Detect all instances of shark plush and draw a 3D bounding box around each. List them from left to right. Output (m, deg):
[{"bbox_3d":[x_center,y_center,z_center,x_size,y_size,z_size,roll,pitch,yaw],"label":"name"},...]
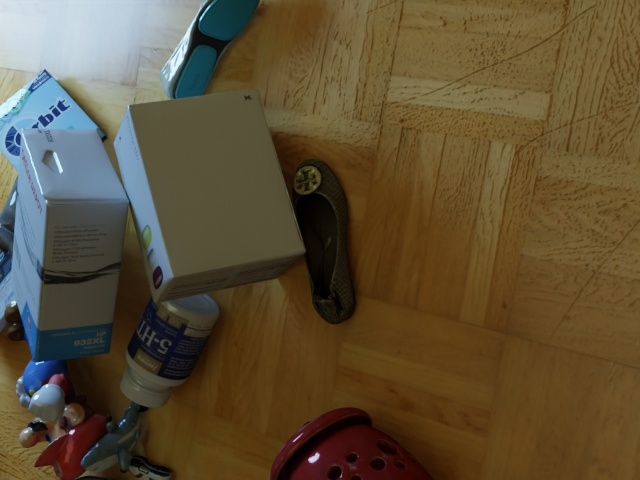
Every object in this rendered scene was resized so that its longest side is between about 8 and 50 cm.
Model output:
[{"bbox_3d":[-0.331,0.315,1.641,0.161,0.067,0.073,-57,29,-8],"label":"shark plush"}]

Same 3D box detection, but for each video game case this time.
[{"bbox_3d":[-0.595,0.088,1.833,0.190,0.022,0.173,-46,45,24],"label":"video game case"}]

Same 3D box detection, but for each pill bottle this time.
[{"bbox_3d":[-0.247,0.169,1.581,0.112,0.112,0.187,36,108,29],"label":"pill bottle"}]

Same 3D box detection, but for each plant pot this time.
[{"bbox_3d":[0.041,0.334,1.344,0.191,0.191,0.174,-53,56,21],"label":"plant pot"}]

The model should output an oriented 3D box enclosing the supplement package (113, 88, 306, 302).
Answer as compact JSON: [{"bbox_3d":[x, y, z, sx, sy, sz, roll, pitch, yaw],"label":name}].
[{"bbox_3d":[-0.169,-0.066,1.455,0.145,0.204,0.262,-42,62,63],"label":"supplement package"}]

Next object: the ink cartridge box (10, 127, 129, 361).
[{"bbox_3d":[-0.410,0.004,1.590,0.223,0.129,0.308,56,141,46],"label":"ink cartridge box"}]

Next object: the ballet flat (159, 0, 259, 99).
[{"bbox_3d":[-0.182,-0.332,1.576,0.086,0.086,0.248,48,114,25],"label":"ballet flat"}]

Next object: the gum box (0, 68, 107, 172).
[{"bbox_3d":[-0.494,-0.195,1.756,0.157,0.041,0.184,-42,63,-5],"label":"gum box"}]

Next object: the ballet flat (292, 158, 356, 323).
[{"bbox_3d":[0.000,0.000,1.453,0.084,0.058,0.250,-13,82,32],"label":"ballet flat"}]

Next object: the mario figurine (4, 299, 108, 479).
[{"bbox_3d":[-0.486,0.264,1.693,0.170,0.198,0.321,-31,67,11],"label":"mario figurine"}]

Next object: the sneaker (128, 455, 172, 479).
[{"bbox_3d":[-0.294,0.392,1.649,0.109,0.040,0.044,16,108,38],"label":"sneaker"}]

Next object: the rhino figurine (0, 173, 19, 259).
[{"bbox_3d":[-0.515,-0.081,1.778,0.106,0.073,0.243,17,82,27],"label":"rhino figurine"}]

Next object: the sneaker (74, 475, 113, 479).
[{"bbox_3d":[-0.409,0.443,1.706,0.211,0.081,0.080,0,81,16],"label":"sneaker"}]
